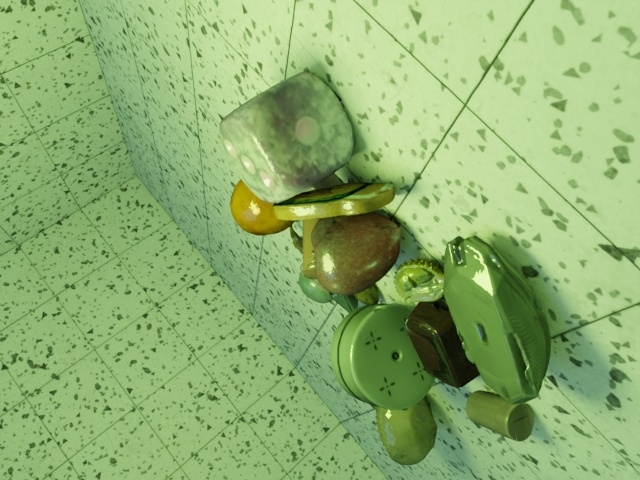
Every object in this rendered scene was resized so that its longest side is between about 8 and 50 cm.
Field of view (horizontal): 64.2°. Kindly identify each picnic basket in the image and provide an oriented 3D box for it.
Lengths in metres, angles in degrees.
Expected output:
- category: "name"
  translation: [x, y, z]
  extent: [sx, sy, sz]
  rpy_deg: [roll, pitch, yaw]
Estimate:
- category: "picnic basket"
  translation: [0.378, 0.313, 1.534]
  extent: [0.222, 0.129, 0.297]
  rpy_deg: [13, 136, 56]

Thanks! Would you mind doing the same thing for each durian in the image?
- category: "durian"
  translation: [0.304, 0.102, 1.426]
  extent: [0.208, 0.102, 0.146]
  rpy_deg: [-1, 129, 35]

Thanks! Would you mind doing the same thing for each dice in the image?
- category: "dice"
  translation: [-0.094, -0.277, 1.392]
  extent: [0.270, 0.270, 0.271]
  rpy_deg: [60, 157, -14]

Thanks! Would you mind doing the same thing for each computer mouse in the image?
- category: "computer mouse"
  translation: [0.432, 0.181, 1.222]
  extent: [0.429, 0.145, 0.228]
  rpy_deg: [68, 163, -6]

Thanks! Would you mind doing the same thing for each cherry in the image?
- category: "cherry"
  translation: [0.097, 0.025, 1.491]
  extent: [0.221, 0.307, 0.261]
  rpy_deg: [46, -150, -49]

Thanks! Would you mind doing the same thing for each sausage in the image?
- category: "sausage"
  translation: [0.000, 0.000, 1.698]
  extent: [0.123, 0.123, 0.253]
  rpy_deg: [98, 172, -60]

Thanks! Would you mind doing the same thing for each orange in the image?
- category: "orange"
  translation: [-0.191, -0.136, 1.812]
  extent: [0.261, 0.261, 0.261]
  rpy_deg: [42, 156, 24]

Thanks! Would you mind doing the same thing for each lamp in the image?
- category: "lamp"
  translation: [-0.025, 0.182, 2.125]
  extent: [0.179, 0.108, 0.246]
  rpy_deg: [29, 157, 32]

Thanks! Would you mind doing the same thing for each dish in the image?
- category: "dish"
  translation: [0.077, 0.160, 1.946]
  extent: [0.182, 0.080, 0.243]
  rpy_deg: [36, 157, 51]

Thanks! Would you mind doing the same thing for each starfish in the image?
- category: "starfish"
  translation: [-0.062, 0.013, 2.036]
  extent: [0.146, 0.074, 0.190]
  rpy_deg: [17, 141, 47]

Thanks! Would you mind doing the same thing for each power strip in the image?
- category: "power strip"
  translation: [0.213, 0.387, 1.680]
  extent: [0.357, 0.357, 0.161]
  rpy_deg: [56, 156, -8]

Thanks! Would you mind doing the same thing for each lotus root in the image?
- category: "lotus root"
  translation: [0.141, 0.163, 1.827]
  extent: [0.080, 0.089, 0.179]
  rpy_deg: [-36, 93, 28]

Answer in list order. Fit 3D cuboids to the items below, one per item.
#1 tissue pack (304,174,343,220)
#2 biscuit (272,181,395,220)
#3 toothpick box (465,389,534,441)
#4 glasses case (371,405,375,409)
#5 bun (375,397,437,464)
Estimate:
- category: "tissue pack"
  translation: [-0.017, -0.173, 1.632]
  extent: [0.246, 0.092, 0.148]
  rpy_deg: [47, 158, 14]
- category: "biscuit"
  translation: [0.045, -0.119, 1.402]
  extent: [0.343, 0.287, 0.057]
  rpy_deg: [-3, 105, 32]
- category: "toothpick box"
  translation: [0.544, 0.529, 1.553]
  extent: [0.111, 0.111, 0.180]
  rpy_deg: [58, 158, -12]
- category: "glasses case"
  translation: [0.288, 0.777, 2.483]
  extent: [0.109, 0.067, 0.282]
  rpy_deg: [53, 160, 7]
- category: "bun"
  translation: [0.333, 0.703, 2.035]
  extent: [0.326, 0.234, 0.362]
  rpy_deg: [44, -150, -73]
